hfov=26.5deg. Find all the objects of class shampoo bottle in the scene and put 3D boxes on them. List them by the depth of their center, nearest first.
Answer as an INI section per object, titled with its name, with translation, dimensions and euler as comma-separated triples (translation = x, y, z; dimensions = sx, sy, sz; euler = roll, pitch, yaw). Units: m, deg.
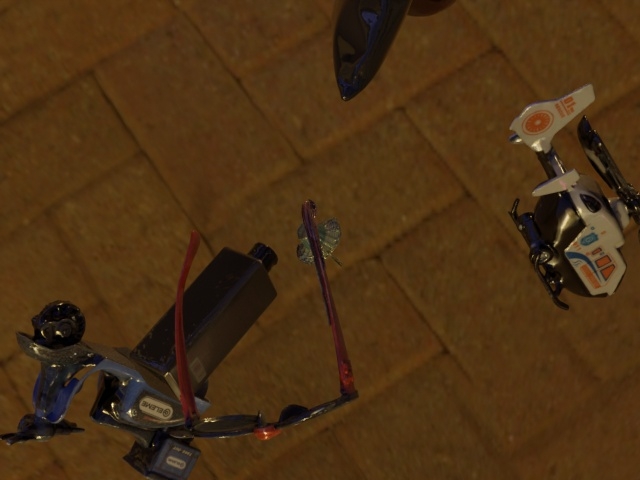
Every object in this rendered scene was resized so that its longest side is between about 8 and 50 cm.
[shampoo bottle]
translation = -0.146, 0.100, 1.843
dimensions = 0.079, 0.080, 0.246
euler = 21, 59, 37

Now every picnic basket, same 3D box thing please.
[picnic basket]
translation = 0.000, 0.000, 2.034
dimensions = 0.083, 0.083, 0.065
euler = -46, 42, 10

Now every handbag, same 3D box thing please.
[handbag]
translation = 0.066, -0.271, 1.358
dimensions = 0.088, 0.254, 0.211
euler = 20, 113, -4

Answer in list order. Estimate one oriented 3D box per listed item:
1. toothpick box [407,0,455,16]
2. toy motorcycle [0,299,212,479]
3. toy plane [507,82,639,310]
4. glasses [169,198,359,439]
[toothpick box]
translation = 0.153, -0.386, 1.577
dimensions = 0.294, 0.192, 0.192
euler = -35, 68, -28
[toy motorcycle]
translation = -0.312, 0.232, 1.988
dimensions = 0.125, 0.358, 0.213
euler = 22, 83, 53
[toy plane]
translation = 0.155, -0.020, 0.825
dimensions = 0.078, 0.197, 0.053
euler = -25, 46, 11
[glasses]
translation = -0.085, 0.102, 1.615
dimensions = 0.234, 0.118, 0.268
euler = -14, 85, 28
